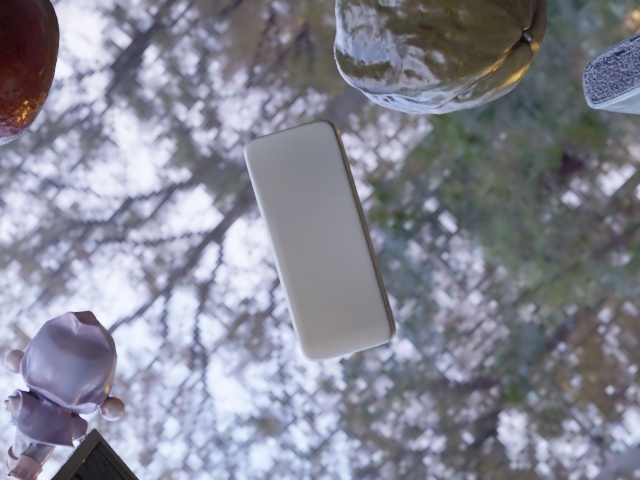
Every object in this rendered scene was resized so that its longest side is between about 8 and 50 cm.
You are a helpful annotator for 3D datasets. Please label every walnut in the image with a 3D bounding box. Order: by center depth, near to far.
[{"bbox_3d":[0.150,-0.274,2.103,0.227,0.283,0.283,58,-176,-42],"label":"walnut"}]

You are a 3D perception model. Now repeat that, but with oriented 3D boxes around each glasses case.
[{"bbox_3d":[0.000,0.000,2.176,0.070,0.131,0.313,-40,-67,-83],"label":"glasses case"}]

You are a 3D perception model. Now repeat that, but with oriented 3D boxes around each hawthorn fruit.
[{"bbox_3d":[-0.497,-0.284,2.326,0.265,0.307,0.265,26,168,6],"label":"hawthorn fruit"}]

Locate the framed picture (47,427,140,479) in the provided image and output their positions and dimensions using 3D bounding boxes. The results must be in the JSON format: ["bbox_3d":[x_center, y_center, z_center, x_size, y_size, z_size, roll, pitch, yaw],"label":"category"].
[{"bbox_3d":[-0.201,0.384,1.908,0.324,0.020,0.240,51,-165,-3],"label":"framed picture"}]

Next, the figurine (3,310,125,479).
[{"bbox_3d":[-0.393,0.230,2.408,0.200,0.276,0.133,24,178,8],"label":"figurine"}]

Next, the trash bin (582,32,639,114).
[{"bbox_3d":[0.348,-0.163,1.624,0.130,0.116,0.059,4,-106,-35],"label":"trash bin"}]
